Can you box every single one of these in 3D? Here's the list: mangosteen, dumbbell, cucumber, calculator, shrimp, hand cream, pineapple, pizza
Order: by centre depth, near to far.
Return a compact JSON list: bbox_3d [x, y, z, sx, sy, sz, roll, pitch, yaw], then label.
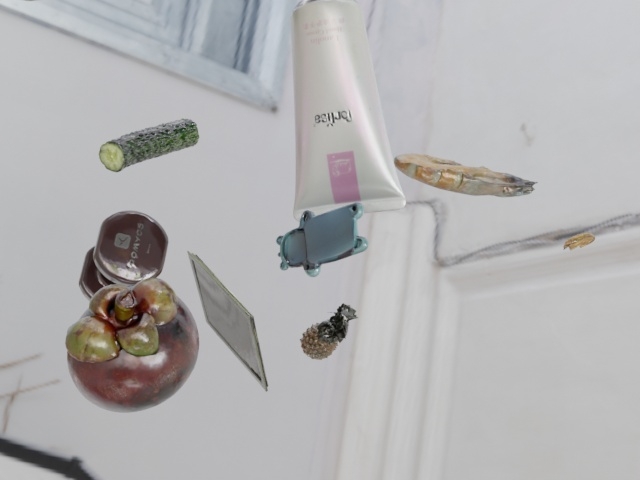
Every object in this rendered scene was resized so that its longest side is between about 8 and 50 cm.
[{"bbox_3d":[0.000,0.000,1.186,0.141,0.019,0.094,-18,-115,29],"label":"calculator"},{"bbox_3d":[-0.251,0.131,1.190,0.200,0.200,0.200,-37,-136,47],"label":"mangosteen"},{"bbox_3d":[0.026,-0.217,1.470,0.118,0.186,0.358,25,58,-82],"label":"hand cream"},{"bbox_3d":[-0.282,-0.158,1.482,0.058,0.187,0.058,14,-65,33],"label":"cucumber"},{"bbox_3d":[0.467,0.001,1.628,0.016,0.083,0.037,55,-38,31],"label":"pizza"},{"bbox_3d":[-0.367,0.041,1.664,0.225,0.124,0.140,141,-39,-60],"label":"dumbbell"},{"bbox_3d":[0.019,0.173,1.713,0.159,0.074,0.074,133,-37,-50],"label":"pineapple"},{"bbox_3d":[0.307,-0.145,1.944,0.164,0.317,0.062,-103,-156,-65],"label":"shrimp"}]

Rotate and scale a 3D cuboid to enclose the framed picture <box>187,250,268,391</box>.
[{"bbox_3d":[-0.176,0.150,1.723,0.252,0.014,0.197,41,-32,44],"label":"framed picture"}]
